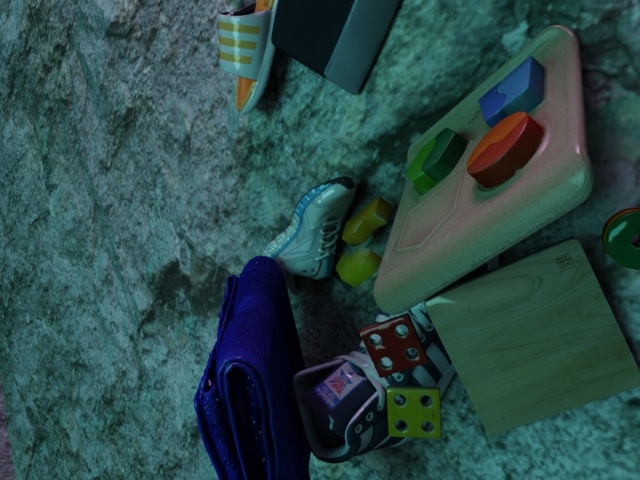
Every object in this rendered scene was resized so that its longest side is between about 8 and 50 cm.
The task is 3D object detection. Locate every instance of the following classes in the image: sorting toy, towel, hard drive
[{"bbox_3d":[0.169,0.083,0.517,0.275,0.046,0.132,-26,95,16],"label":"sorting toy"},{"bbox_3d":[-0.064,0.162,0.644,0.308,0.076,0.227,-93,-7,-75],"label":"towel"},{"bbox_3d":[0.101,-0.045,0.551,0.307,0.041,0.229,-40,22,41],"label":"sorting toy"},{"bbox_3d":[0.027,-0.320,0.705,0.172,0.054,0.254,43,121,39],"label":"hard drive"}]

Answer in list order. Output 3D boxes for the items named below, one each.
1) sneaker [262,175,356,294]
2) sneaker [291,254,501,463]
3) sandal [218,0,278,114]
[{"bbox_3d":[0.000,0.000,0.742,0.083,0.071,0.190,58,139,21],"label":"sneaker"},{"bbox_3d":[0.070,0.100,0.591,0.099,0.153,0.282,37,117,41],"label":"sneaker"},{"bbox_3d":[-0.098,-0.307,0.815,0.102,0.076,0.265,42,119,62],"label":"sandal"}]
